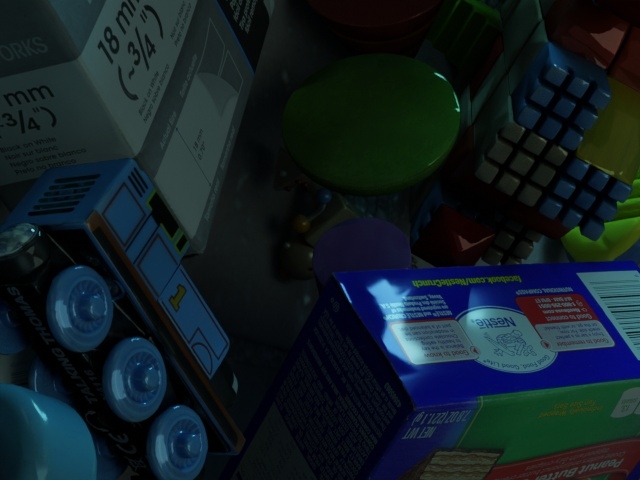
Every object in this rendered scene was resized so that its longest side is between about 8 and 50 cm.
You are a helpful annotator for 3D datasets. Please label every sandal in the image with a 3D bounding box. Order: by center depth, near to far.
[{"bbox_3d":[0.336,-0.078,1.521,0.317,0.126,0.138,-57,135,-28],"label":"sandal"}]

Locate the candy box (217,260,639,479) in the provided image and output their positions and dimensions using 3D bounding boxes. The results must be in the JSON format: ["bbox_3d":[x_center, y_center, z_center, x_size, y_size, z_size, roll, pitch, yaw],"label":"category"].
[{"bbox_3d":[0.077,0.166,1.066,0.268,0.122,0.317,-2,136,-34],"label":"candy box"}]

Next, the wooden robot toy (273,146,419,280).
[{"bbox_3d":[0.000,0.000,1.195,0.079,0.076,0.173,-44,130,7],"label":"wooden robot toy"}]

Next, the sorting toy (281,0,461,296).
[{"bbox_3d":[0.043,-0.071,1.145,0.126,0.127,0.366,79,12,-52],"label":"sorting toy"}]

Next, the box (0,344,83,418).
[{"bbox_3d":[-0.208,0.086,0.861,0.091,0.170,0.130,-9,99,-47],"label":"box"}]

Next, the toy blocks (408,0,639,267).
[{"bbox_3d":[0.178,-0.107,1.143,0.190,0.381,0.261,28,26,-9],"label":"toy blocks"}]

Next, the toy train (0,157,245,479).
[{"bbox_3d":[-0.101,0.049,0.796,0.184,0.080,0.105,59,44,-31],"label":"toy train"}]

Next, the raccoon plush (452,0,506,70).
[{"bbox_3d":[0.272,-0.286,1.292,0.216,0.299,0.446,-25,112,-46],"label":"raccoon plush"}]

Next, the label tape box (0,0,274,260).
[{"bbox_3d":[-0.154,-0.177,0.880,0.241,0.105,0.334,-78,150,-42],"label":"label tape box"}]

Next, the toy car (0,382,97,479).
[{"bbox_3d":[-0.254,0.118,0.595,0.219,0.210,0.238,28,92,-49],"label":"toy car"}]
